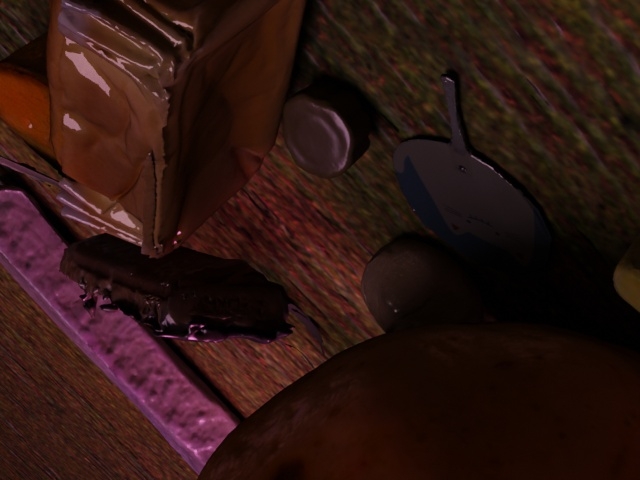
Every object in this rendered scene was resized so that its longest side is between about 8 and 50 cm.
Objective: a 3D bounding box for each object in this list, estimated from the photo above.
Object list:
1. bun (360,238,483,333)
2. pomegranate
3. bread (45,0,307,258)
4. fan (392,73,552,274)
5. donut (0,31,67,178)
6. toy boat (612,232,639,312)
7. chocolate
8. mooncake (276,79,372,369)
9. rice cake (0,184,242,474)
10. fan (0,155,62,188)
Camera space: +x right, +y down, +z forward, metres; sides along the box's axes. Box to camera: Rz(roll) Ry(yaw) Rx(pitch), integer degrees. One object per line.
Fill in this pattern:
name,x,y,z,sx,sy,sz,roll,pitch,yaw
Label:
bun,0.061,0.041,1.049,0.086,0.055,0.086,31,155,16
pomegranate,0.099,0.208,0.963,0.410,0.410,0.410,32,155,17
bread,-0.088,-0.098,0.926,0.107,0.136,0.241,37,155,12
fan,0.084,-0.038,0.940,0.113,0.005,0.175,26,154,28
donut,-0.148,-0.082,1.131,0.178,0.065,0.162,26,158,25
toy boat,0.269,0.058,0.714,0.276,0.111,0.084,37,150,8
chocolate,-0.117,0.031,1.198,0.102,0.065,0.329,4,-178,-23
mooncake,-0.010,0.008,1.093,0.150,0.057,0.347,53,158,2
rice cake,-0.181,0.095,1.478,0.399,0.064,0.070,50,163,-22
fan,-0.244,-0.060,1.286,0.310,0.010,0.182,22,175,32
